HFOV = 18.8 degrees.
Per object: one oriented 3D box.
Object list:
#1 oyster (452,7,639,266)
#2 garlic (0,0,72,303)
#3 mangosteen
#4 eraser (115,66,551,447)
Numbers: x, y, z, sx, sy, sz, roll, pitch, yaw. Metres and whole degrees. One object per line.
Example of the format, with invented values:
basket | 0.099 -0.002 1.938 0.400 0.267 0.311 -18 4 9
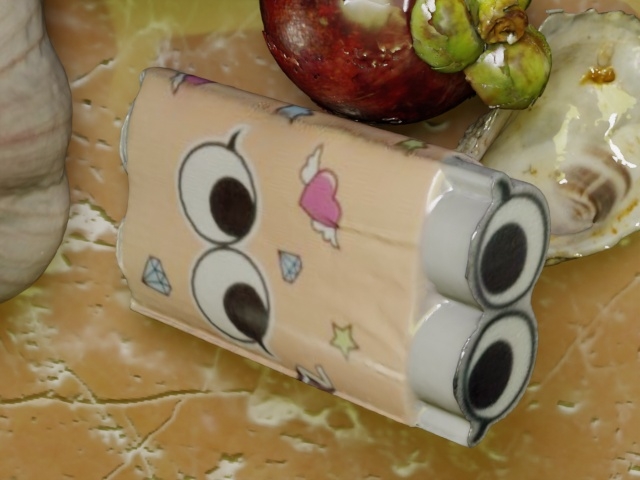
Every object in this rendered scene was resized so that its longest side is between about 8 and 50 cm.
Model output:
oyster | 0.139 -0.045 1.267 0.233 0.107 0.161 -41 97 -5
garlic | -0.302 -0.080 1.208 0.322 0.241 0.322 4 100 22
mangosteen | 0.055 -0.147 1.181 0.180 0.166 0.166 8 114 43
eraser | 0.000 0.000 1.199 0.290 0.087 0.171 19 115 38
